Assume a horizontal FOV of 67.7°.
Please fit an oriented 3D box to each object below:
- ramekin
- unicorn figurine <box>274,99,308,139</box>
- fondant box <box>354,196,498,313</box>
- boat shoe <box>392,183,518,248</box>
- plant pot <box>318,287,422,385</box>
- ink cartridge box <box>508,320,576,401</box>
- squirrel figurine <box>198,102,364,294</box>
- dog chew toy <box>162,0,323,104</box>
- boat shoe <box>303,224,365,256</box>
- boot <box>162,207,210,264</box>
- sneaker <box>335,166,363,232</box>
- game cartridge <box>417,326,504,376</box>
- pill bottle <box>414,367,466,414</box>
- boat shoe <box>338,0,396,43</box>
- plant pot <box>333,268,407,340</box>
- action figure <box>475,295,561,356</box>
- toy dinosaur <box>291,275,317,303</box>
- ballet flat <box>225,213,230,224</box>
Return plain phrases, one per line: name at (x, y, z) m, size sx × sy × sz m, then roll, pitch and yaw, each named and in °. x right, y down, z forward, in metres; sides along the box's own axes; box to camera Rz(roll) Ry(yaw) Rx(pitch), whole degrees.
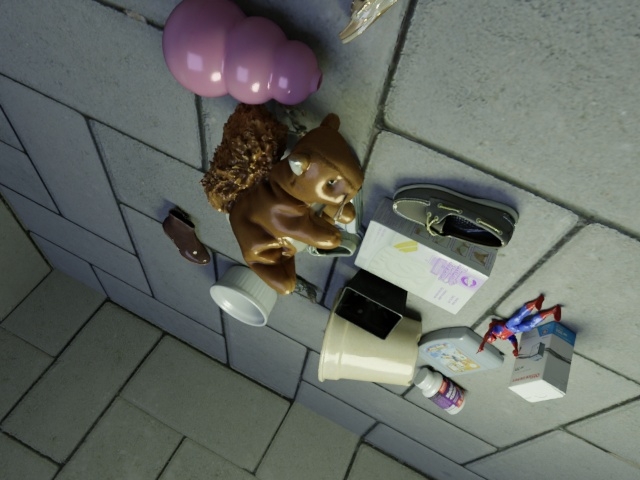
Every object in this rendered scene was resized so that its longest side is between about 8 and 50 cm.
ramekin at (-0.319, 0.231, 2.036) m, size 0.277 × 0.135 × 0.277 m, roll 22°, pitch 147°, yaw 15°
unicorn figurine at (-0.089, -0.294, 1.209) m, size 0.111 × 0.060 × 0.161 m, roll 25°, pitch 133°, yaw 20°
fondant box at (0.278, 0.048, 1.321) m, size 0.330 × 0.096 × 0.238 m, roll 26°, pitch 148°, yaw 8°
boat shoe at (0.309, -0.057, 1.152) m, size 0.305 × 0.091 × 0.109 m, roll 15°, pitch 143°, yaw 24°
plant pot at (0.183, 0.357, 1.658) m, size 0.306 × 0.333 × 0.333 m, roll 11°, pitch 144°, yaw 10°
ink cartridge box at (0.621, 0.339, 1.337) m, size 0.082 × 0.190 × 0.139 m, roll 34°, pitch 148°, yaw -3°
squirrel figurine at (-0.092, -0.138, 1.092) m, size 0.397 × 0.281 × 0.370 m, roll 39°, pitch 146°, yaw 2°
dog chew toy at (-0.157, -0.386, 1.011) m, size 0.332 × 0.206 × 0.206 m, roll 19°, pitch 147°, yaw 5°
boat shoe at (0.000, 0.000, 1.489) m, size 0.302 × 0.094 × 0.109 m, roll -7°, pitch 131°, yaw 45°
boot at (-0.533, -0.009, 1.929) m, size 0.248 × 0.090 × 0.207 m, roll 41°, pitch 149°, yaw -7°
sneaker at (0.061, -0.110, 1.288) m, size 0.091 × 0.094 × 0.258 m, roll 17°, pitch 146°, yaw 15°
game cartridge at (0.464, 0.392, 1.674) m, size 0.198 × 0.062 × 0.297 m, roll 33°, pitch 148°, yaw -9°
pill bottle at (0.469, 0.589, 1.885) m, size 0.194 × 0.108 × 0.108 m, roll 37°, pitch 148°, yaw -9°
boat shoe at (0.087, -0.429, 0.867) m, size 0.059 × 0.063 × 0.170 m, roll 45°, pitch 136°, yaw -16°
plant pot at (0.173, 0.171, 1.504) m, size 0.188 × 0.167 × 0.187 m, roll 27°, pitch 144°, yaw 6°
action figure at (0.549, 0.270, 1.363) m, size 0.092 × 0.139 × 0.280 m, roll 32°, pitch 151°, yaw 2°
toy dinosaur at (-0.127, 0.160, 1.853) m, size 0.268 × 0.064 × 0.118 m, roll 35°, pitch 141°, yaw -2°
ballet flat at (-0.284, -0.057, 1.675) m, size 0.072 × 0.068 × 0.213 m, roll 8°, pitch 141°, yaw 34°
